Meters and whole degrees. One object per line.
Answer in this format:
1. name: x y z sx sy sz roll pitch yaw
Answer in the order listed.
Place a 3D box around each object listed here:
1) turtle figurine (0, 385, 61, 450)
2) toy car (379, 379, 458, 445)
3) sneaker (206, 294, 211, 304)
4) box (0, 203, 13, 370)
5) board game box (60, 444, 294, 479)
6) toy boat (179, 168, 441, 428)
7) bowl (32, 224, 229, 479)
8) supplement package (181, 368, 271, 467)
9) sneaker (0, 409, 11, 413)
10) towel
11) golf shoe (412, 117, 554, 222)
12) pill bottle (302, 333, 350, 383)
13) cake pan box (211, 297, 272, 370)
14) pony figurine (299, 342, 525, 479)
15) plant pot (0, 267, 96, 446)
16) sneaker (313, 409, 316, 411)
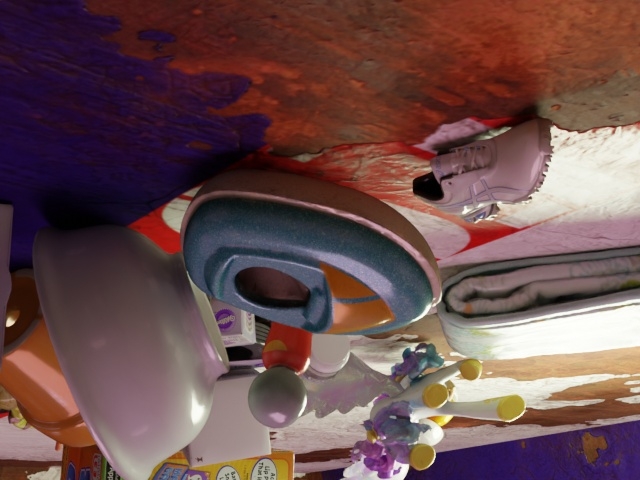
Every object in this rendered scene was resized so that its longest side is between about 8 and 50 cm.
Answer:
1. turtle figurine: -0.505 0.232 1.401 0.217 0.087 0.269 7 128 12
2. toy car: 0.199 0.357 1.956 0.136 0.159 0.182 46 139 -19
3. sneaker: -0.189 0.083 1.240 0.083 0.035 0.031 -7 159 11
4. box: -0.413 0.055 0.908 0.182 0.181 0.119 6 158 -24
5. board game box: -0.286 0.563 1.688 0.356 0.356 0.356 7 168 -25
6. toy boat: -0.020 0.071 0.937 0.267 0.148 0.318 13 142 -1
7. bowl: -0.185 0.099 0.977 0.134 0.298 0.298 -22 160 -3
8. supplement package: -0.178 0.287 1.544 0.134 0.139 0.244 -6 -178 -15
9. sneaker: -0.471 0.235 1.545 0.341 0.125 0.139 -1 177 12
10. towel: 0.363 0.105 1.315 0.374 0.090 0.320 -6 160 9
11. golf shoe: 0.148 -0.064 0.842 0.086 0.069 0.176 10 156 -17
12. pill bottle: 0.007 0.189 1.510 0.078 0.078 0.137 0 160 -9
13. cake pan box: -0.203 0.152 1.391 0.267 0.070 0.246 -6 163 9
14. pony figurine: 0.135 0.315 1.614 0.351 0.303 0.363 -24 -178 -20
15. plant pot: -0.340 0.135 1.161 0.205 0.205 0.188 -12 143 24
16. sneaker: -0.003 0.311 1.887 0.086 0.064 0.192 20 150 -33
